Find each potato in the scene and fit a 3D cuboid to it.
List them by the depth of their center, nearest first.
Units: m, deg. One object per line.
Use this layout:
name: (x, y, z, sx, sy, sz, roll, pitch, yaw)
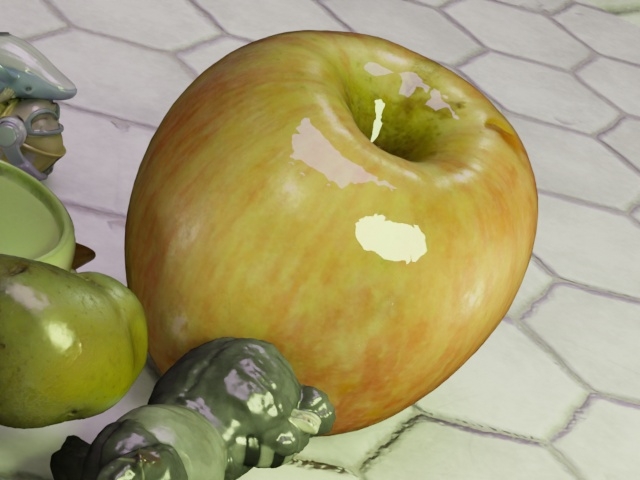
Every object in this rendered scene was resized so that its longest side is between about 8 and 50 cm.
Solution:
potato: (-0.226, 0.080, 1.450, 0.157, 0.157, 0.194, 36, 25, 30)

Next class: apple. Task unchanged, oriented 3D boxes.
apple: (0.000, 0.000, 1.675, 0.392, 0.346, 0.391, 19, 33, -13)

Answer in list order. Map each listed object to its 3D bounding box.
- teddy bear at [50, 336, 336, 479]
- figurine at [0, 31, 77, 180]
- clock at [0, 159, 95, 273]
teddy bear: (-0.127, 0.190, 1.473, 0.171, 0.144, 0.251, -3, 24, 44)
figurine: (-0.367, -0.146, 1.939, 0.209, 0.183, 0.128, -14, 11, 16)
clock: (-0.364, 0.009, 1.651, 0.286, 0.117, 0.348, 30, 28, 19)
